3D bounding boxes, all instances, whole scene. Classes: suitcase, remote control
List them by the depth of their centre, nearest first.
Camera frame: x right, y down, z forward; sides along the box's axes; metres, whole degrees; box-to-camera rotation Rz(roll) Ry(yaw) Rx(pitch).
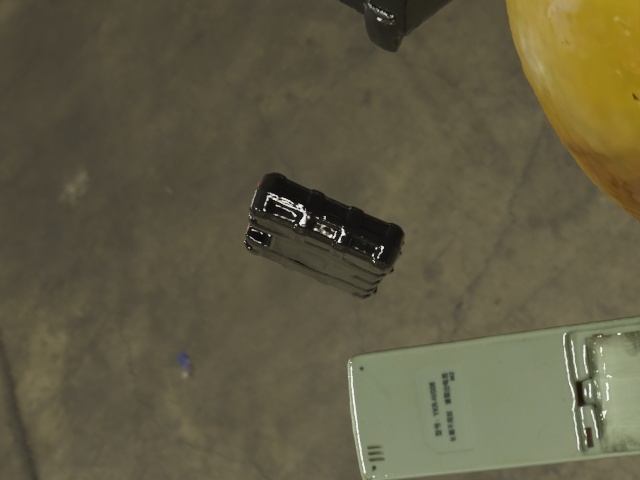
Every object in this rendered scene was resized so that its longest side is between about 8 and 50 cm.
[{"bbox_3d":[0.163,0.140,1.222,0.285,0.038,0.123,-12,81,21],"label":"remote control"},{"bbox_3d":[0.000,-0.001,1.883,0.206,0.285,0.066,24,79,0],"label":"suitcase"}]

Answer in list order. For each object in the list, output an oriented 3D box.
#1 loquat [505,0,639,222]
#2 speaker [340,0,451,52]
[{"bbox_3d":[0.241,-0.124,0.700,0.359,0.328,0.328,-39,33,61],"label":"loquat"},{"bbox_3d":[0.044,-0.348,1.273,0.232,0.254,0.184,36,58,29],"label":"speaker"}]
